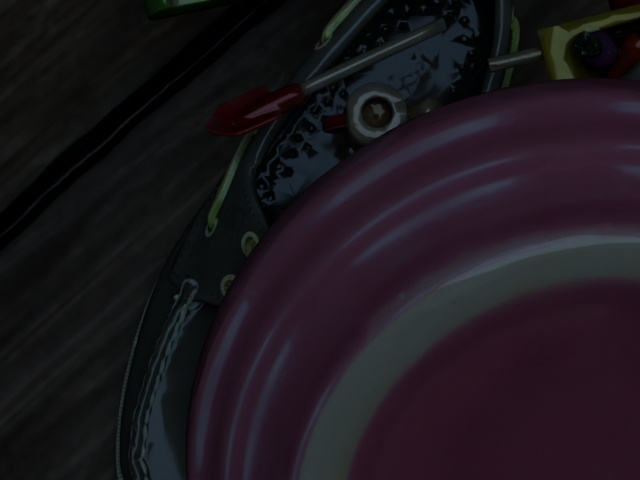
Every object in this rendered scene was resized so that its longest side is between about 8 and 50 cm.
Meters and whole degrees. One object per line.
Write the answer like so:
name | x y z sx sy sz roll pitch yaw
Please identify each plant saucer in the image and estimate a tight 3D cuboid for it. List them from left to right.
plant saucer | 0.109 0.101 0.833 0.332 0.084 0.332 -1 108 -3

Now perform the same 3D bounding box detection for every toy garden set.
toy garden set | 0.045 -0.127 0.841 0.244 0.049 0.204 -12 85 -4

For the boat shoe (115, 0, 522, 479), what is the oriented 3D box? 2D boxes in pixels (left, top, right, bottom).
boat shoe | -0.004 -0.002 0.899 0.109 0.091 0.305 30 84 2
